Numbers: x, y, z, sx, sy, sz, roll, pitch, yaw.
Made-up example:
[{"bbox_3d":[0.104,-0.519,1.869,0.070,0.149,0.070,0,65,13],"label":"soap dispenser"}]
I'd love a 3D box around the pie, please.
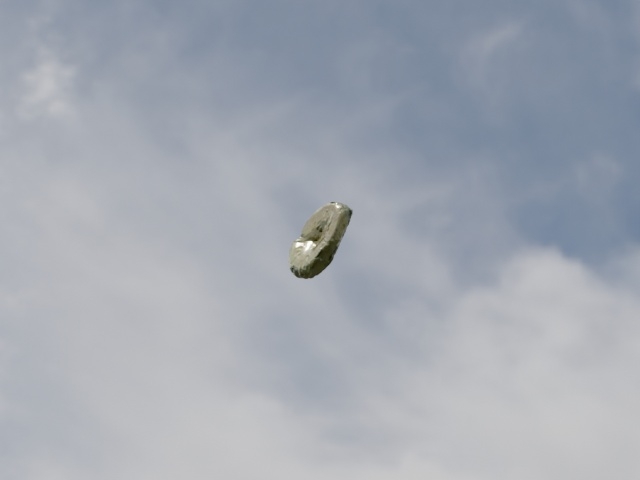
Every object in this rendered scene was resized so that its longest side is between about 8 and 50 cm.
[{"bbox_3d":[0.000,0.000,1.642,0.020,0.084,0.084,34,-36,-23],"label":"pie"}]
